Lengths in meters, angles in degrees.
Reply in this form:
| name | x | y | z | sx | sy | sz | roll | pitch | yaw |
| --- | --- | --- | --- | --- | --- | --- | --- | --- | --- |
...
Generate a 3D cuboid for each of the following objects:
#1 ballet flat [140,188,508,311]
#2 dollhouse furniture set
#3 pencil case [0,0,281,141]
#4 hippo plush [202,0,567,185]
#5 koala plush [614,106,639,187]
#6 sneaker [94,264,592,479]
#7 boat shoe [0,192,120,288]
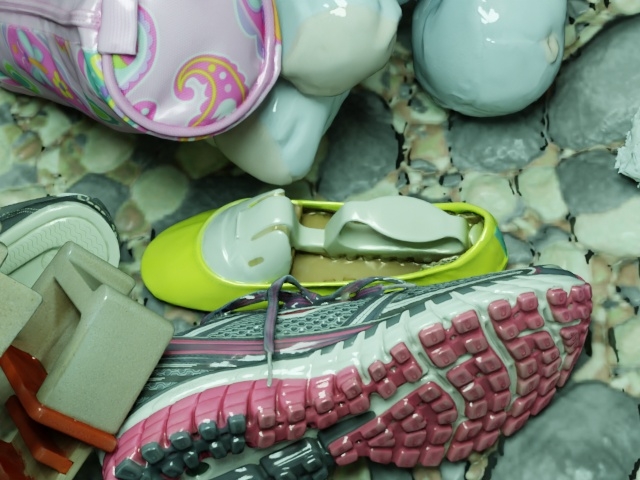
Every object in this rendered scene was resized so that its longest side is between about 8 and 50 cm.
| name | x | y | z | sx | sy | sz | roll | pitch | yaw |
| --- | --- | --- | --- | --- | --- | --- | --- | --- | --- |
| ballet flat | 0.000 | 0.000 | 0.851 | 0.230 | 0.077 | 0.077 | 1 | 63 | 4 |
| dollhouse furniture set | -0.215 | 0.032 | 0.700 | 0.135 | 0.259 | 0.262 | -55 | 33 | 2 |
| pencil case | -0.137 | -0.133 | 0.837 | 0.124 | 0.124 | 0.284 | -41 | 30 | -18 |
| hippo plush | 0.032 | -0.176 | 0.907 | 0.236 | 0.234 | 0.294 | 1 | 72 | -31 |
| koala plush | 0.294 | -0.120 | 0.868 | 0.196 | 0.203 | 0.221 | 13 | 83 | 20 |
| sneaker | 0.013 | 0.065 | 0.794 | 0.299 | 0.121 | 0.112 | -14 | 44 | -9 |
| boat shoe | -0.234 | 0.036 | 0.858 | 0.233 | 0.084 | 0.079 | -24 | 24 | -2 |
